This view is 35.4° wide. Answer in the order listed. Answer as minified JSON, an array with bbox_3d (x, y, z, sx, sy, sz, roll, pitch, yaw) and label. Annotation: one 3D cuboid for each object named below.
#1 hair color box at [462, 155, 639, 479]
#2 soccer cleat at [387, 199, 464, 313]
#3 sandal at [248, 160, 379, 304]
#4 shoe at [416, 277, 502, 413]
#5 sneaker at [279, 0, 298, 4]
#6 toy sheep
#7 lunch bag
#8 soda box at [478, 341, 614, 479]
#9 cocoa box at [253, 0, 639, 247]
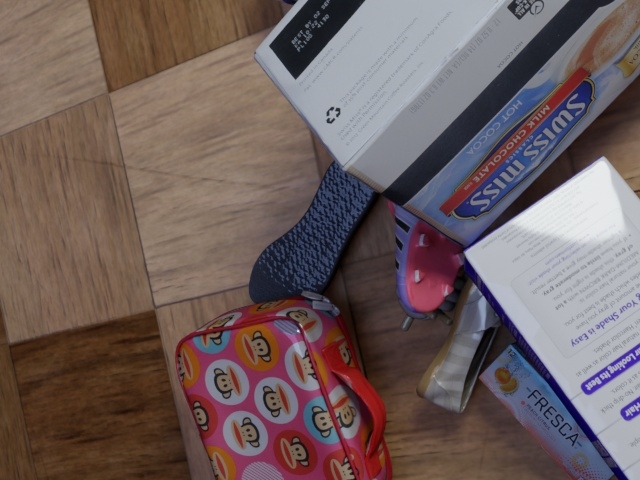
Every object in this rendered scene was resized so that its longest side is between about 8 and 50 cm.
[{"bbox_3d":[0.321,0.104,1.045,0.185,0.110,0.339,-34,73,0],"label":"hair color box"},{"bbox_3d":[0.116,-0.025,1.174,0.095,0.083,0.248,-21,53,47],"label":"soccer cleat"},{"bbox_3d":[0.001,0.000,1.309,0.097,0.054,0.254,43,112,11],"label":"sandal"},{"bbox_3d":[0.187,0.106,1.181,0.058,0.076,0.219,35,111,30],"label":"shoe"},{"bbox_3d":[0.087,-0.379,1.170,0.236,0.130,0.323,41,108,27],"label":"sneaker"},{"bbox_3d":[0.134,0.053,1.207,0.091,0.091,0.132,36,96,24],"label":"toy sheep"},{"bbox_3d":[-0.034,0.220,1.286,0.258,0.120,0.293,-14,98,33],"label":"lunch bag"},{"bbox_3d":[0.271,0.199,1.150,0.183,0.058,0.063,48,116,18],"label":"soda box"},{"bbox_3d":[0.154,-0.212,1.019,0.347,0.228,0.231,-47,47,14],"label":"cocoa box"}]
